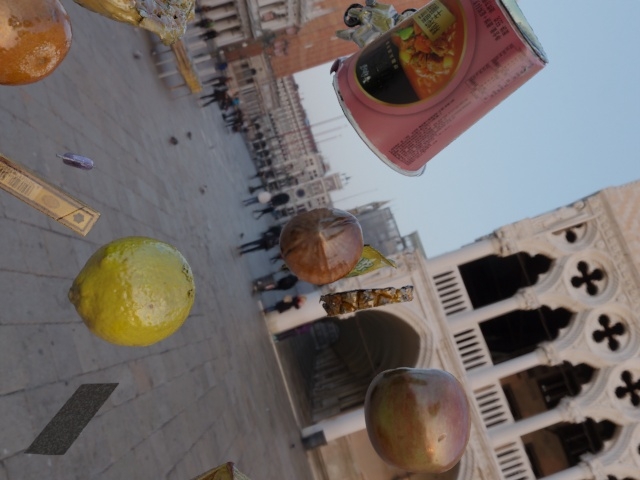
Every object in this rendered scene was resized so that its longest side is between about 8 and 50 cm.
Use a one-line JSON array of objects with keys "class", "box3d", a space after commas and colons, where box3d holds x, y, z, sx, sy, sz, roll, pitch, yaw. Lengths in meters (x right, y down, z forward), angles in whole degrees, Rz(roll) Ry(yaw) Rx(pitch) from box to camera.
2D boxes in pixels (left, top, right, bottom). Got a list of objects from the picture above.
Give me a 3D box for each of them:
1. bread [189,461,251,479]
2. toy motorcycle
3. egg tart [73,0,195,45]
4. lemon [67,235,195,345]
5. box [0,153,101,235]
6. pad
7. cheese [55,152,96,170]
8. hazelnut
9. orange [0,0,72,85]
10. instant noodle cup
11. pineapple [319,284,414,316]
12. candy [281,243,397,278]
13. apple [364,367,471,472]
[{"class": "bread", "box3d": [-0.200, 0.488, 0.817, 0.149, 0.274, 0.274, 57, 1, -16]}, {"class": "toy motorcycle", "box3d": [0.140, -0.530, 1.300, 0.074, 0.229, 0.151, 16, 93, -62]}, {"class": "egg tart", "box3d": [-0.224, -0.305, 0.516, 0.232, 0.098, 0.252, 13, 55, -63]}, {"class": "lemon", "box3d": [-0.585, 0.161, 1.610, 0.350, 0.387, 0.350, 8, -79, 44]}, {"class": "box", "box3d": [-0.795, -0.128, 1.486, 0.301, 0.084, 0.193, 35, -9, -21]}, {"class": "pad", "box3d": [-0.668, 0.477, 1.385, 0.003, 0.158, 0.235, 67, 29, -27]}, {"class": "cheese", "box3d": [-0.755, -0.246, 1.590, 0.191, 0.105, 0.042, -158, -97, -69]}, {"class": "hazelnut", "box3d": [0.000, 0.000, 0.898, 0.150, 0.150, 0.150, 162, -90, -87]}, {"class": "orange", "box3d": [-0.594, -0.402, 0.978, 0.170, 0.224, 0.224, 48, -2, -2]}, {"class": "instant noodle cup", "box3d": [0.184, -0.256, 0.772, 0.244, 0.255, 0.244, 31, 42, -33]}, {"class": "pineapple", "box3d": [0.097, 0.125, 1.064, 0.221, 0.221, 0.047, 95, -11, -82]}, {"class": "candy", "box3d": [0.056, 0.065, 1.448, 0.187, 0.297, 0.081, 27, 60, -50]}, {"class": "apple", "box3d": [0.170, 0.313, 0.903, 0.188, 0.188, 0.174, 82, 11, -72]}]
